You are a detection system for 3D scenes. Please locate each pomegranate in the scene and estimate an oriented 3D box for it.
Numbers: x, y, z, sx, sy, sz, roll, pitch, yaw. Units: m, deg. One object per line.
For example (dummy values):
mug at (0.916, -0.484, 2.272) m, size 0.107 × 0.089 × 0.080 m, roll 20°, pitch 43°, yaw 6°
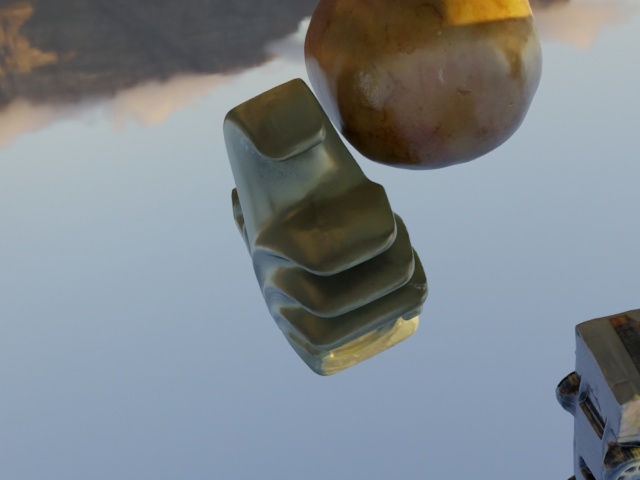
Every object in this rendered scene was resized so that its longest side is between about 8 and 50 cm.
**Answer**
pomegranate at (0.104, -0.211, 1.178) m, size 0.252 × 0.270 × 0.229 m, roll -13°, pitch -139°, yaw 7°

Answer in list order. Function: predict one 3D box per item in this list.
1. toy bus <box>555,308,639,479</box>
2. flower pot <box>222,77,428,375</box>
toy bus at (0.298, 0.202, 1.007) m, size 0.136 × 0.330 × 0.109 m, roll -17°, pitch -137°, yaw -4°
flower pot at (0.000, 0.000, 1.200) m, size 0.164 × 0.254 × 0.367 m, roll -26°, pitch 167°, yaw -6°
